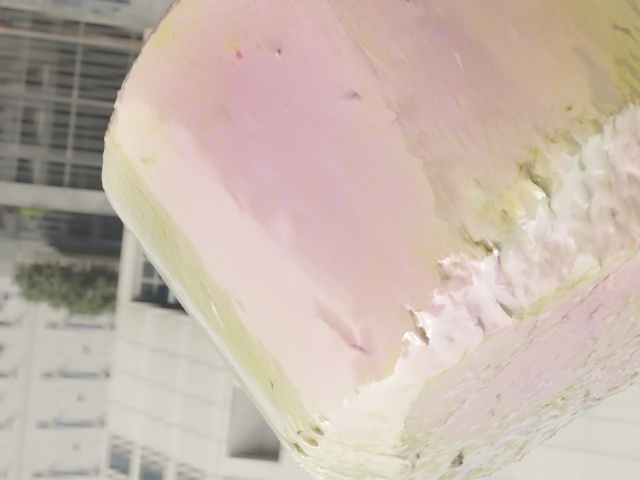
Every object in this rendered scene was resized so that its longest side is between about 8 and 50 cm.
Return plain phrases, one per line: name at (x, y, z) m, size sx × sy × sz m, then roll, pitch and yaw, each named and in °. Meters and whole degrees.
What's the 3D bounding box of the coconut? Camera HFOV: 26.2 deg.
coconut at (0.037, -0.041, 0.561) m, size 0.233 × 0.233 × 0.245 m, roll 4°, pitch -135°, yaw -49°
